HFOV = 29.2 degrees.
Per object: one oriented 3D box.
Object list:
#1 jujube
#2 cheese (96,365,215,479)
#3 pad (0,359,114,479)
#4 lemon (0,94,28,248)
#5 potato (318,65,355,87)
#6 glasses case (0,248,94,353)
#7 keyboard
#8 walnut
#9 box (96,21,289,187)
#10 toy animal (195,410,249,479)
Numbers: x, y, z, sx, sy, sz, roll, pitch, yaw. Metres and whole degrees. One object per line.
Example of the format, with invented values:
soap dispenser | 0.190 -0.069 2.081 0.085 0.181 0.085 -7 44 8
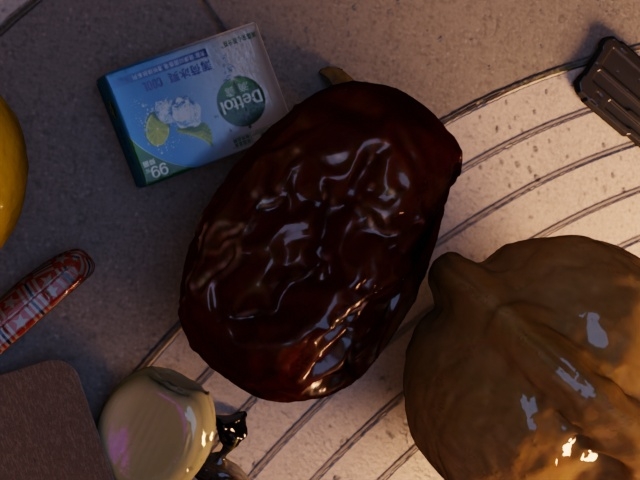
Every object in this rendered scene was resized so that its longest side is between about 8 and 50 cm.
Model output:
jujube | -0.001 0.001 1.401 0.276 0.276 0.377 43 79 -15
cheese | -0.211 0.258 1.434 0.137 0.064 0.227 30 99 14
pad | -0.327 0.279 1.410 0.176 0.002 0.266 -17 97 1
lemon | -0.443 -0.070 1.252 0.293 0.293 0.293 -1 92 -19
potato | 0.039 -0.181 1.537 0.037 0.036 0.093 -33 101 -12
glasses case | -0.340 0.077 1.392 0.194 0.073 0.049 -43 96 -14
keyboard | 0.462 -0.168 1.696 0.262 0.016 0.106 36 80 -16
walnut | 0.270 0.168 1.460 0.384 0.383 0.383 -1 92 -19
box | -0.148 -0.159 1.452 0.194 0.073 0.139 -23 98 -17
toy animal | -0.115 0.288 1.491 0.105 0.070 0.202 -21 101 -4
